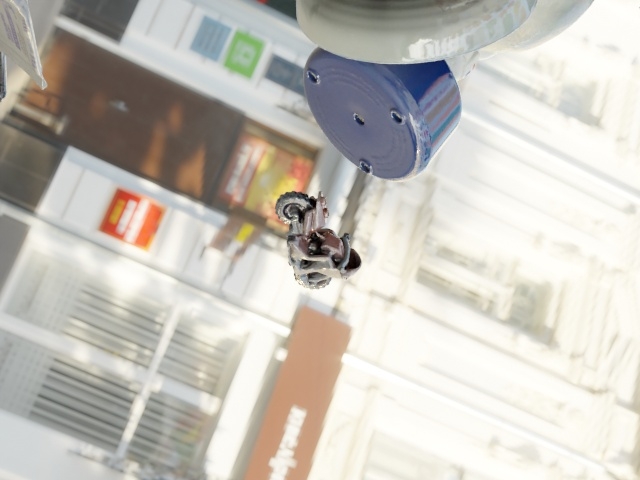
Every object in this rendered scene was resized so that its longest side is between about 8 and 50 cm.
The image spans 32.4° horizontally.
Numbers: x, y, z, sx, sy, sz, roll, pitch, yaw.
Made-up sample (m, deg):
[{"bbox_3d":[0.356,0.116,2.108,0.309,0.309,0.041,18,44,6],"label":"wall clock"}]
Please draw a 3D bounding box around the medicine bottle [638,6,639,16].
[{"bbox_3d":[0.842,-0.474,2.253,0.290,0.245,0.245,-31,-165,2],"label":"medicine bottle"}]

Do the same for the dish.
[{"bbox_3d":[0.100,-0.319,1.210,0.273,0.273,0.133,-78,163,-48],"label":"dish"}]

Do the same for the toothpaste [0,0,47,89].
[{"bbox_3d":[-0.402,-0.310,1.382,0.282,0.069,0.099,99,-24,-58],"label":"toothpaste"}]

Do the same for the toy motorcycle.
[{"bbox_3d":[0.000,0.000,1.785,0.084,0.118,0.212,-78,160,-44],"label":"toy motorcycle"}]

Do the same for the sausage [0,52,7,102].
[{"bbox_3d":[-0.482,-0.289,1.640,0.025,0.028,0.198,53,28,-67],"label":"sausage"}]

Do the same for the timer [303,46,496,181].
[{"bbox_3d":[0.186,-0.311,1.892,0.383,0.270,0.270,-42,-179,-26],"label":"timer"}]

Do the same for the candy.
[{"bbox_3d":[0.324,-0.403,1.713,0.185,0.295,0.295,55,-48,26],"label":"candy"}]
